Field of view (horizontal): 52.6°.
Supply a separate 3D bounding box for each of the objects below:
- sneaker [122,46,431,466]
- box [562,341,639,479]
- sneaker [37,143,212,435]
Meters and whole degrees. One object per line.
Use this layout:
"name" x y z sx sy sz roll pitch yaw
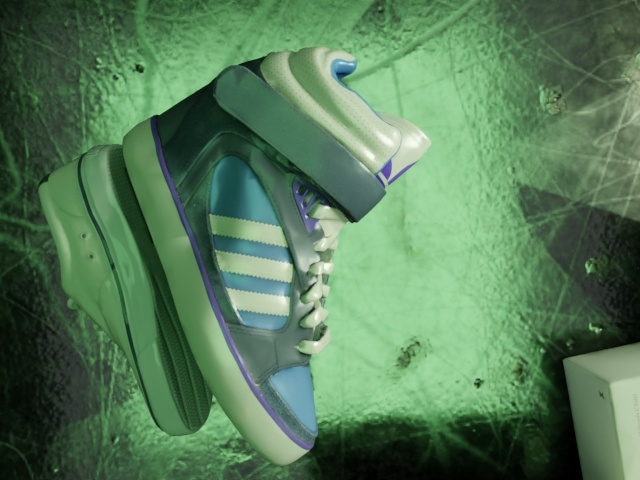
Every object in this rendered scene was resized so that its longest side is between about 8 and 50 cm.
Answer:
"sneaker" 0.000 0.000 0.539 0.236 0.130 0.322 -23 88 4
"box" 0.326 0.160 0.581 0.171 0.091 0.130 -11 95 -2
"sneaker" -0.168 0.049 0.568 0.091 0.094 0.258 -17 91 20
